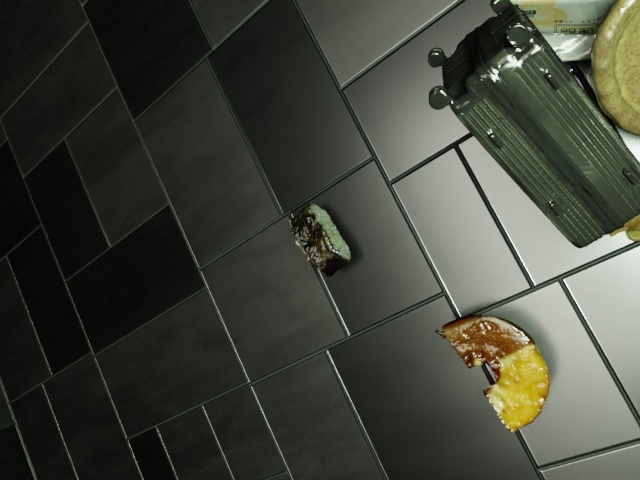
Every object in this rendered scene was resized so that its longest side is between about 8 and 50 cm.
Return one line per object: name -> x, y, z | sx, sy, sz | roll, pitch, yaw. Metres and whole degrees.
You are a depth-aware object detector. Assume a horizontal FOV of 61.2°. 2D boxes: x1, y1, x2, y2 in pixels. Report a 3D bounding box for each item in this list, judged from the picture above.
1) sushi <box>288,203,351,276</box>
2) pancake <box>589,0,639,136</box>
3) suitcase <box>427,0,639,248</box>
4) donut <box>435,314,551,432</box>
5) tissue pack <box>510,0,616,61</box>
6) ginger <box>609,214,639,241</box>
sushi -> 0.000, 0.000, 1.135 | 0.078, 0.090, 0.150 | -40, 74, 21
pancake -> 0.533, -0.269, 0.761 | 0.286, 0.033, 0.288 | -31, 121, 19
suitcase -> 0.321, -0.173, 0.802 | 0.335, 0.229, 0.152 | 43, 121, -17
donut -> 0.332, 0.219, 0.977 | 0.141, 0.085, 0.217 | -34, 79, 26
tissue pack -> 0.399, -0.355, 0.844 | 0.230, 0.159, 0.145 | 6, 84, 26
ginger -> 0.525, -0.025, 0.884 | 0.097, 0.030, 0.048 | -34, 76, 28
